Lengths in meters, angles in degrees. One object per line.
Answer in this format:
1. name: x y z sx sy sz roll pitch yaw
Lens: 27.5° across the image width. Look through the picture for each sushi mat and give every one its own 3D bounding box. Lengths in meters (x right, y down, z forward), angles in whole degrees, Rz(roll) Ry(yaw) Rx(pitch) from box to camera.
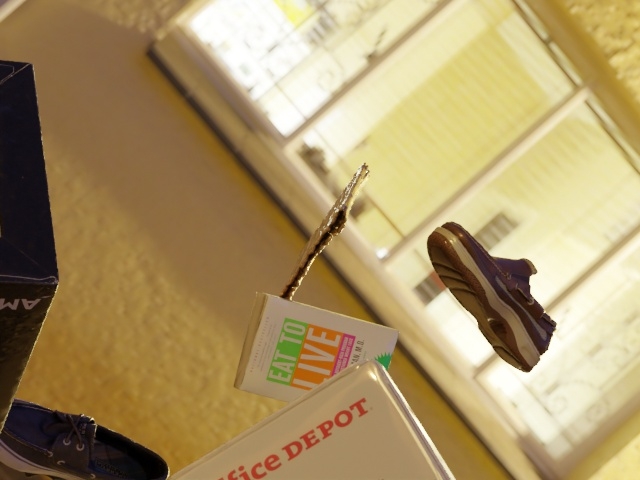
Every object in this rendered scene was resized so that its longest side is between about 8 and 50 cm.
1. sushi mat: 0.000 0.000 1.455 0.019 0.151 0.316 35 14 -2

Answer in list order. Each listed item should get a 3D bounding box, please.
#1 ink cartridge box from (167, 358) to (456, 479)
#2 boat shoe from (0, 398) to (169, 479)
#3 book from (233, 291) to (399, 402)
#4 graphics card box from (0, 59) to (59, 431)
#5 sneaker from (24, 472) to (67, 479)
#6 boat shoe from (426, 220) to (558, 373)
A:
1. ink cartridge box: 0.037 0.290 1.122 0.306 0.226 0.131 60 1 18
2. boat shoe: -0.262 0.224 1.423 0.228 0.076 0.080 35 37 -28
3. book: -0.004 0.115 1.269 0.144 0.096 0.035 16 -2 -22
4. graphics card box: -0.319 0.046 1.143 0.371 0.094 0.233 124 -38 -47
5. sneaker: -0.320 0.330 1.809 0.188 0.078 0.067 22 -3 -5
6. boat shoe: 0.220 0.052 1.627 0.095 0.095 0.257 32 -17 49
